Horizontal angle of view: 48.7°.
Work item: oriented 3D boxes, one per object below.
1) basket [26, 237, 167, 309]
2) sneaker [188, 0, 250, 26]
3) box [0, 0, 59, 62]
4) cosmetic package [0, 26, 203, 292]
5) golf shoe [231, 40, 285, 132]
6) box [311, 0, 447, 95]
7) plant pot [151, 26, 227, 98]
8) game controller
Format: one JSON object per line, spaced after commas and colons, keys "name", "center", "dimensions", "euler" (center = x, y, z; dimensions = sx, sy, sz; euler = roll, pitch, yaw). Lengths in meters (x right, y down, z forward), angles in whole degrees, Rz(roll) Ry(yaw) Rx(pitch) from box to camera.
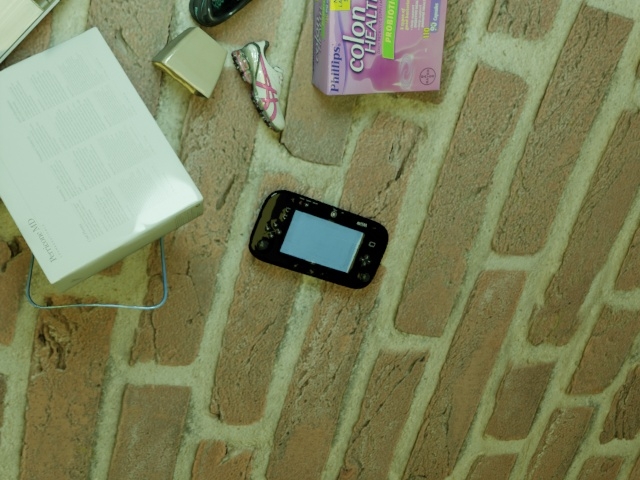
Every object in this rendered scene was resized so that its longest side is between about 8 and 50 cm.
{"name": "basket", "center": [-0.418, -0.012, 1.355], "dimensions": [0.254, 0.201, 0.289], "euler": [3, 82, -18]}
{"name": "sneaker", "center": [-0.124, -0.487, 1.297], "dimensions": [0.267, 0.106, 0.101], "euler": [-45, 118, 5]}
{"name": "box", "center": [-0.565, -0.415, 1.203], "dimensions": [0.290, 0.087, 0.169], "euler": [-43, 119, 5]}
{"name": "cosmetic package", "center": [-0.420, -0.143, 1.228], "dimensions": [0.284, 0.097, 0.377], "euler": [-30, 81, -16]}
{"name": "golf shoe", "center": [-0.103, -0.304, 1.409], "dimensions": [0.086, 0.067, 0.186], "euler": [-27, 119, -5]}
{"name": "box", "center": [0.114, -0.409, 1.399], "dimensions": [0.242, 0.117, 0.214], "euler": [-5, 116, -14]}
{"name": "plant pot", "center": [-0.239, -0.341, 1.334], "dimensions": [0.109, 0.109, 0.096], "euler": [35, 88, -28]}
{"name": "game controller", "center": [0.000, 0.000, 1.585], "dimensions": [0.319, 0.067, 0.167], "euler": [18, 108, -24]}
